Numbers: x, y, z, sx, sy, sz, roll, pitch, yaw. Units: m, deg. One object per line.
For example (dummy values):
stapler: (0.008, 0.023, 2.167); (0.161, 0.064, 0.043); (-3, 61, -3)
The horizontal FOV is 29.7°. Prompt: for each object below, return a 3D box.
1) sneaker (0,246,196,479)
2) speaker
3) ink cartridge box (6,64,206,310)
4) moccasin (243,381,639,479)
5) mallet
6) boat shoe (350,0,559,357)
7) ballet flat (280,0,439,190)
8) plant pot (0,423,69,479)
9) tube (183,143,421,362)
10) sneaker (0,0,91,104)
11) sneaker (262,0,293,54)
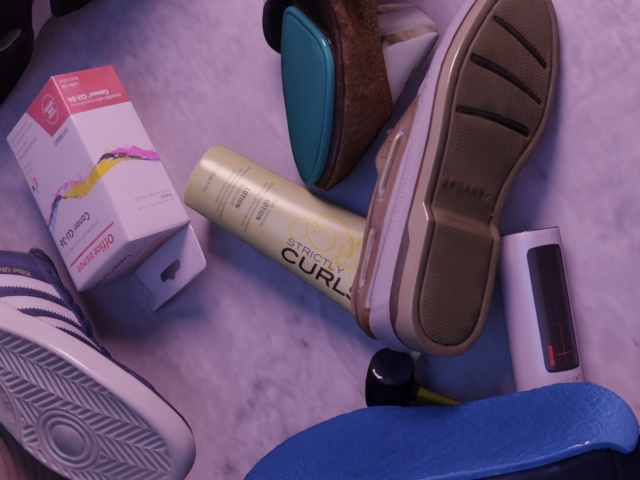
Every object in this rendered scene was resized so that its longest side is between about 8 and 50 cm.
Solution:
sneaker: (-0.240, 0.086, 1.054); (0.350, 0.148, 0.131); (30, 122, 11)
speaker: (0.169, 0.060, 0.935); (0.055, 0.055, 0.136); (-9, 88, 22)
ink cartridge box: (-0.187, -0.036, 1.046); (0.115, 0.067, 0.198); (-38, 76, 48)
moccasin: (0.084, 0.201, 0.909); (0.342, 0.138, 0.117); (-12, 118, 40)
mallet: (0.124, 0.133, 0.954); (0.189, 0.062, 0.039); (14, 54, 18)
boat shoe: (0.093, -0.063, 0.924); (0.103, 0.113, 0.302); (3, 70, 54)
ballet flat: (0.026, -0.190, 0.912); (0.124, 0.342, 0.116); (-19, 39, -13)
plant pot: (-0.320, 0.218, 1.108); (0.237, 0.110, 0.237); (1, 92, 23)
tube: (0.000, 0.000, 1.001); (0.240, 0.062, 0.070); (31, 133, 13)
sneaker: (-0.309, -0.302, 1.054); (0.447, 0.169, 0.257); (-40, 79, 21)
sneaker: (0.007, -0.292, 0.977); (0.090, 0.145, 0.270); (4, 131, -16)
